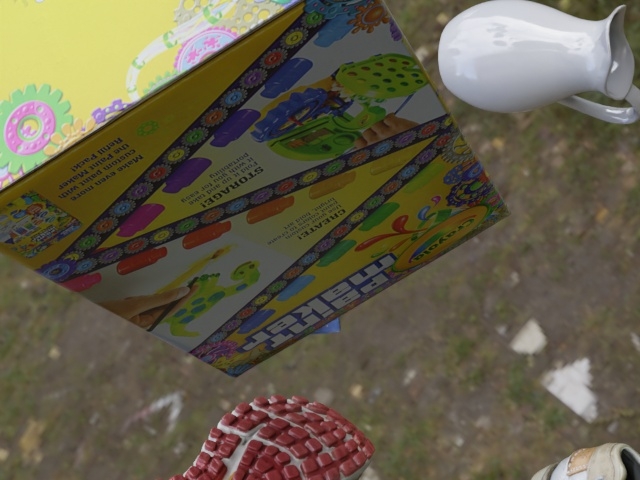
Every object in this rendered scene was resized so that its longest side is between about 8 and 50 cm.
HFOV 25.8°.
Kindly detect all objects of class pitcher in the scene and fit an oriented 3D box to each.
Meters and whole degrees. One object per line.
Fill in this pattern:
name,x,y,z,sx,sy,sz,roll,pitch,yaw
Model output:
pitcher,0.250,-0.188,1.556,0.207,0.178,0.125,5,58,31

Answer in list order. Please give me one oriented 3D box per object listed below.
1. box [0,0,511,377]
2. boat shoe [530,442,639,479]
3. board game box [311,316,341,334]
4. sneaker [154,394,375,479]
box,-0.078,-0.124,0.660,0.177,0.279,0.290,-31,66,7
boat shoe,0.283,0.327,1.234,0.103,0.113,0.302,-40,64,42
board game box,0.000,0.000,1.686,0.042,0.165,0.243,-5,14,4
sneaker,-0.059,0.176,0.900,0.225,0.092,0.088,-26,51,-34
